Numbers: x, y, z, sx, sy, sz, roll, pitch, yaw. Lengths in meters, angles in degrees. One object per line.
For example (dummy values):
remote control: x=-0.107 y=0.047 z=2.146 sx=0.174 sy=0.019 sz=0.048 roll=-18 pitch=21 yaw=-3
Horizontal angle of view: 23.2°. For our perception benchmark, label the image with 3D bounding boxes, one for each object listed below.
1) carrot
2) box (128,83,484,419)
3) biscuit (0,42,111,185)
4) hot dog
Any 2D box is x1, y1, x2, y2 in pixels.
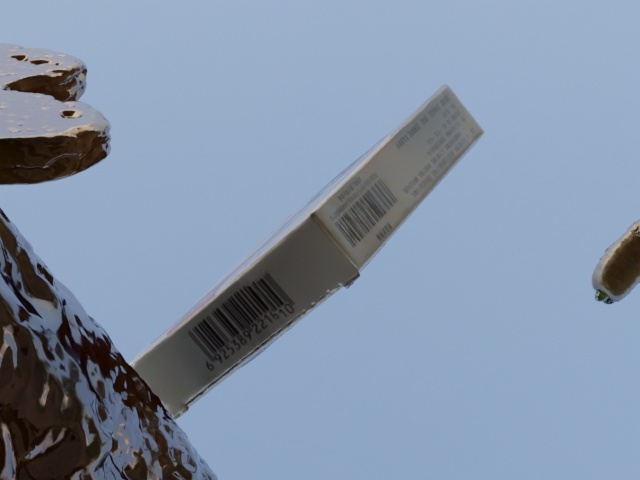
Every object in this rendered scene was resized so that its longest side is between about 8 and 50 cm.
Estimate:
carrot: x=0.362 y=-0.037 z=1.593 sx=0.049 sy=0.049 sz=0.254 roll=39 pitch=-86 yaw=-4
box: x=0.000 y=0.000 z=1.289 sx=0.069 sy=0.214 sz=0.353 roll=50 pitch=-150 yaw=-1
biscuit: x=-0.267 y=-0.097 z=1.195 sx=0.262 sy=0.277 sz=0.052 roll=4 pitch=-69 yaw=8
hot dog: x=-0.187 y=0.137 z=0.974 sx=0.174 sy=0.267 sz=0.387 roll=-29 pitch=-54 yaw=5
